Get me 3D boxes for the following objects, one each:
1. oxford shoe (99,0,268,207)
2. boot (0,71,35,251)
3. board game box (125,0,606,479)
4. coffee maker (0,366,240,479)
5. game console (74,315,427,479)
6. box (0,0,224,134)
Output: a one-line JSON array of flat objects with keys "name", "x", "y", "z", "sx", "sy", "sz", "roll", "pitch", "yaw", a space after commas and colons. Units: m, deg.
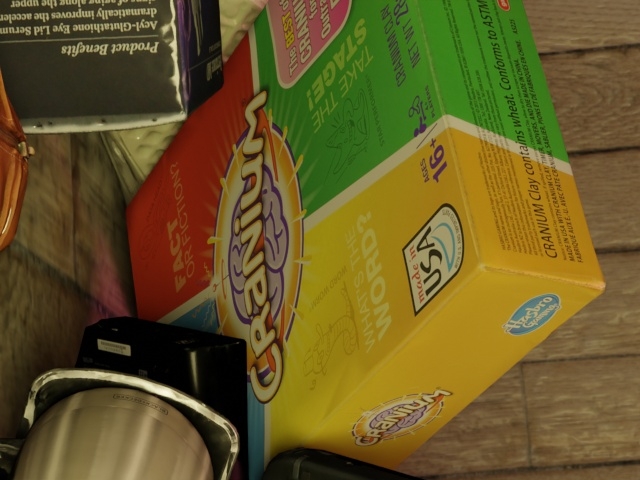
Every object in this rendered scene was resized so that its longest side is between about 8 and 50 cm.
[{"name": "oxford shoe", "x": -0.063, "y": -0.041, "z": 1.085, "sx": 0.449, "sy": 0.169, "sz": 0.130, "roll": 77, "pitch": -9, "yaw": -50}, {"name": "boot", "x": -0.146, "y": -0.078, "z": 0.607, "sx": 0.152, "sy": 0.073, "sz": 0.197, "roll": -18, "pitch": 115, "yaw": -84}, {"name": "board game box", "x": 0.000, "y": 0.000, "z": 0.826, "sx": 0.316, "sy": 0.064, "sz": 0.242, "roll": -50, "pitch": -139, "yaw": 45}, {"name": "coffee maker", "x": -0.094, "y": 0.164, "z": 0.649, "sx": 0.178, "sy": 0.120, "sz": 0.171, "roll": -82, "pitch": 166, "yaw": -67}, {"name": "game console", "x": -0.015, "y": 0.157, "z": 0.730, "sx": 0.361, "sy": 0.044, "sz": 0.213, "roll": 7, "pitch": -80, "yaw": 52}, {"name": "box", "x": -0.112, "y": -0.162, "z": 0.789, "sx": 0.153, "sy": 0.108, "sz": 0.207, "roll": -76, "pitch": 163, "yaw": -77}]
